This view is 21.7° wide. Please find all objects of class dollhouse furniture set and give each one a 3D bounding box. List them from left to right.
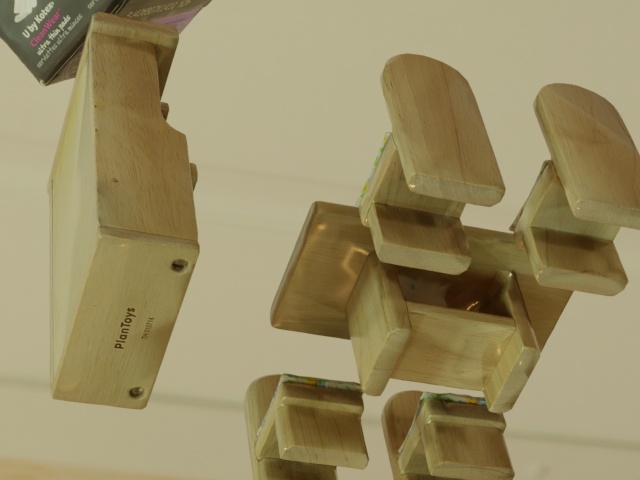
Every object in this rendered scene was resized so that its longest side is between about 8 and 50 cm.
[{"bbox_3d":[0.000,0.000,0.795,0.161,0.242,0.212,-101,27,-49],"label":"dollhouse furniture set"}]

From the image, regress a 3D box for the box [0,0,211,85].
[{"bbox_3d":[-0.173,-0.246,1.002,0.143,0.270,0.165,-44,-5,25],"label":"box"}]
